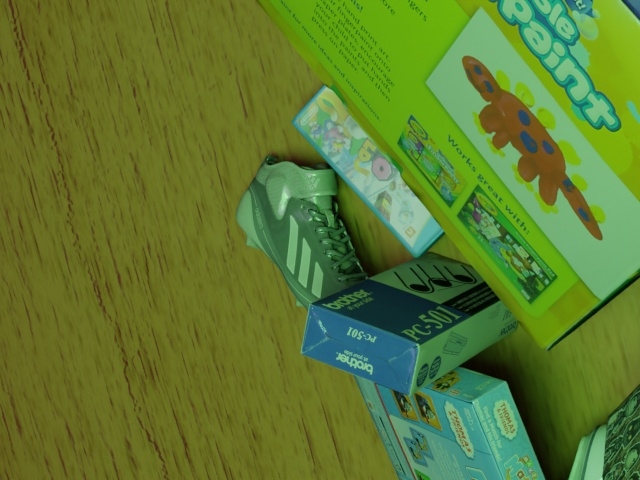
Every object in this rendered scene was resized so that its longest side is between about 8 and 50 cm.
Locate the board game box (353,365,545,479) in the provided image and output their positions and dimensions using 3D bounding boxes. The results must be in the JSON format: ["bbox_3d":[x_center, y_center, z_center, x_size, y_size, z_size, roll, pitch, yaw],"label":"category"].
[{"bbox_3d":[0.110,0.173,1.134,0.211,0.039,0.160,13,129,64],"label":"board game box"}]

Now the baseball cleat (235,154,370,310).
[{"bbox_3d":[0.000,0.000,1.202,0.206,0.072,0.109,42,120,30],"label":"baseball cleat"}]

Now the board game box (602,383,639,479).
[{"bbox_3d":[0.363,0.124,0.899,0.232,0.141,0.291,32,123,-6],"label":"board game box"}]

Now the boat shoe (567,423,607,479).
[{"bbox_3d":[0.194,0.263,1.155,0.084,0.095,0.258,20,111,22],"label":"boat shoe"}]

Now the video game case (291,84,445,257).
[{"bbox_3d":[0.068,-0.085,1.173,0.119,0.015,0.166,-46,77,17],"label":"video game case"}]

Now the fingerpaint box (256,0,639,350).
[{"bbox_3d":[0.124,-0.188,0.938,0.445,0.163,0.371,51,160,11],"label":"fingerpaint box"}]

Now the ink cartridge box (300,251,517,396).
[{"bbox_3d":[0.080,0.063,1.105,0.097,0.207,0.046,20,110,27],"label":"ink cartridge box"}]
